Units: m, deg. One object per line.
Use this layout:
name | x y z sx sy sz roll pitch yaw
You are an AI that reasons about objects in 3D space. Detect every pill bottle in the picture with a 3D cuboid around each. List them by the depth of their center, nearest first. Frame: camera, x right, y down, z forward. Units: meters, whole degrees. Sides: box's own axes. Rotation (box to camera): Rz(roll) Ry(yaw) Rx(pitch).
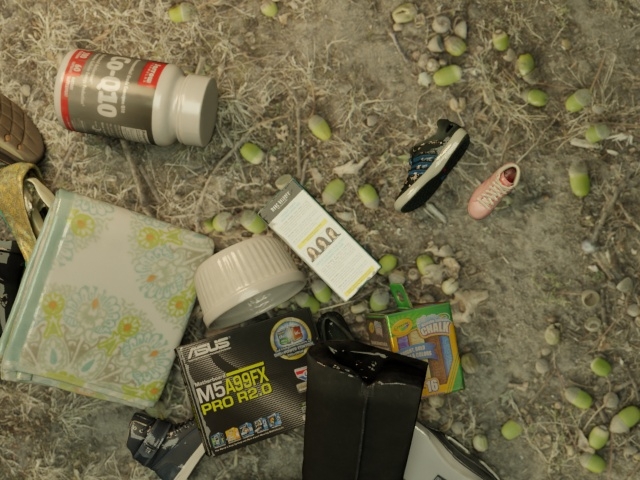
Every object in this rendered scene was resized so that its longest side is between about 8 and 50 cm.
pill bottle | -0.351 -0.271 1.806 0.283 0.161 0.161 10 91 6

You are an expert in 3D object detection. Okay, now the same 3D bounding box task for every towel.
towel | -0.410 0.123 1.788 0.320 0.090 0.374 19 92 -26

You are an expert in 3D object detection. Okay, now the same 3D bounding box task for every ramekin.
ramekin | -0.140 0.075 1.766 0.207 0.207 0.109 -27 78 5

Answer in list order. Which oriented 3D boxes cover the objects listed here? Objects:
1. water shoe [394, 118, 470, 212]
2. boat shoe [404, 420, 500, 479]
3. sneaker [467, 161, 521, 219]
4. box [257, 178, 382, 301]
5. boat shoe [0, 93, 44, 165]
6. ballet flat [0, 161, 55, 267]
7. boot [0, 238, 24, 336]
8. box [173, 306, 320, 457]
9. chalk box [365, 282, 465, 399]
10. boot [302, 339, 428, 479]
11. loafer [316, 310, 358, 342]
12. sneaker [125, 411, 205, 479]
water shoe | 0.201 -0.143 1.805 0.080 0.073 0.203 41 90 26
boat shoe | 0.226 0.412 1.772 0.301 0.102 0.108 35 116 0
sneaker | 0.332 -0.097 1.781 0.051 0.070 0.134 42 95 3
box | 0.000 0.000 1.819 0.100 0.060 0.244 -45 86 4
boat shoe | -0.719 -0.245 1.875 0.355 0.132 0.130 36 123 -4
ballet flat | -0.531 0.008 1.830 0.123 0.123 0.348 -24 93 5
boot | -0.716 0.088 1.874 0.246 0.094 0.207 8 87 0
box | -0.119 0.267 1.783 0.270 0.060 0.216 -16 88 -16
chalk box | 0.171 0.183 1.749 0.132 0.132 0.213 -9 90 -15
boot | -0.020 0.379 1.676 0.367 0.146 0.445 5 124 -4
loafer | 0.055 0.241 1.802 0.076 0.078 0.223 -27 87 4
sneaker | -0.280 0.360 1.832 0.163 0.086 0.226 36 94 2
